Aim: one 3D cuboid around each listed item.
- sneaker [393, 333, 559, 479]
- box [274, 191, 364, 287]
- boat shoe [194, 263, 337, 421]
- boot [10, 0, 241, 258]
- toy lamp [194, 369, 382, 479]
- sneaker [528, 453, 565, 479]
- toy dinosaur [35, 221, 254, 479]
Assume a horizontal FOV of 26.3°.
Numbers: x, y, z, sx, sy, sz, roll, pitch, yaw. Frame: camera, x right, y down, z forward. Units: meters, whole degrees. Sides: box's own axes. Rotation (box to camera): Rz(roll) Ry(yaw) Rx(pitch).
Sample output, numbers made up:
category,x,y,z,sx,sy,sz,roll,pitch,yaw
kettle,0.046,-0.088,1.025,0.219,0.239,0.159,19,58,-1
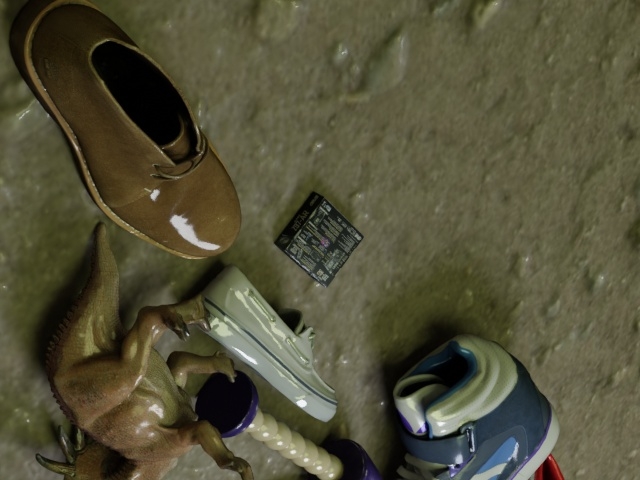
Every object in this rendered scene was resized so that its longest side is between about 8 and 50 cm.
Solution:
category,x,y,z,sx,sy,sz,roll,pitch,yaw
sneaker,0.116,0.253,1.555,0.323,0.130,0.236,-51,129,-4
box,0.000,0.000,1.372,0.067,0.018,0.083,-54,137,-6
boat shoe,-0.037,0.103,1.347,0.076,0.083,0.226,-52,136,-6
boot,-0.136,-0.070,1.139,0.112,0.115,0.305,-49,137,-13
toy lamp,-0.021,0.217,1.432,0.080,0.080,0.275,-54,137,-6
sneaker,0.230,0.342,1.695,0.087,0.128,0.221,-11,119,-39
toy dinosaur,-0.183,0.144,1.220,0.200,0.127,0.295,-19,114,8
